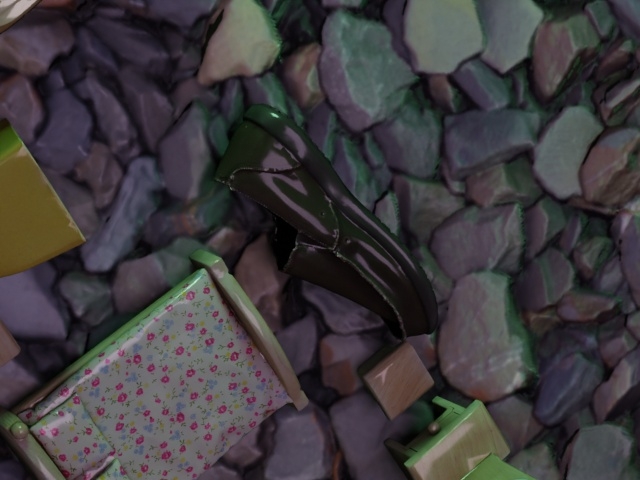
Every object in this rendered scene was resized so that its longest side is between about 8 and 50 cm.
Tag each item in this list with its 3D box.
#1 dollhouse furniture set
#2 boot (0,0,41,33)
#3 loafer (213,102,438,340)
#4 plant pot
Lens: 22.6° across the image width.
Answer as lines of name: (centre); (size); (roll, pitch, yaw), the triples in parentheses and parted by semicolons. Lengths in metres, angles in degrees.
dollhouse furniture set: (-0.036, 0.123, 1.123); (0.303, 0.174, 0.355); (-39, 114, -16)
boot: (-0.197, -0.255, 1.026); (0.213, 0.077, 0.165); (-46, 114, -9)
loafer: (0.000, 0.000, 1.179); (0.078, 0.080, 0.220); (-44, 107, -8)
plant pot: (-0.217, -0.020, 1.059); (0.083, 0.081, 0.081); (-32, 113, -8)
